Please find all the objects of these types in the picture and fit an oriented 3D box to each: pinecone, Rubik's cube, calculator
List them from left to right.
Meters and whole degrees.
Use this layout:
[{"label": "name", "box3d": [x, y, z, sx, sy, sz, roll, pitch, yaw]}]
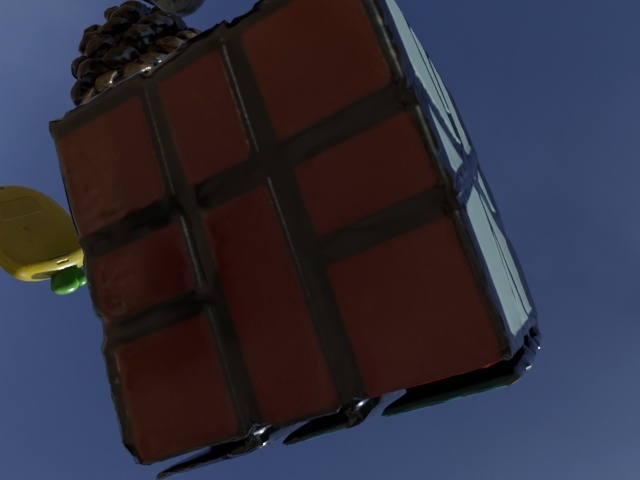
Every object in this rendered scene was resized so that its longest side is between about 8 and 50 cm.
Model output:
[{"label": "calculator", "box3d": [-0.455, -0.006, 0.938, 0.235, 0.146, 0.032, 43, -52, 16]}, {"label": "pinecone", "box3d": [-0.272, -0.268, 0.951, 0.243, 0.243, 0.257, -8, -111, 34]}, {"label": "Rubik's cube", "box3d": [0.000, 0.000, 0.498, 0.283, 0.288, 0.293, -20, -103, 20]}]

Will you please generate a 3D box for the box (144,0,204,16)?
[{"label": "box", "box3d": [-0.117, -0.305, 0.438, 0.162, 0.130, 0.227, 45, -70, 29]}]
